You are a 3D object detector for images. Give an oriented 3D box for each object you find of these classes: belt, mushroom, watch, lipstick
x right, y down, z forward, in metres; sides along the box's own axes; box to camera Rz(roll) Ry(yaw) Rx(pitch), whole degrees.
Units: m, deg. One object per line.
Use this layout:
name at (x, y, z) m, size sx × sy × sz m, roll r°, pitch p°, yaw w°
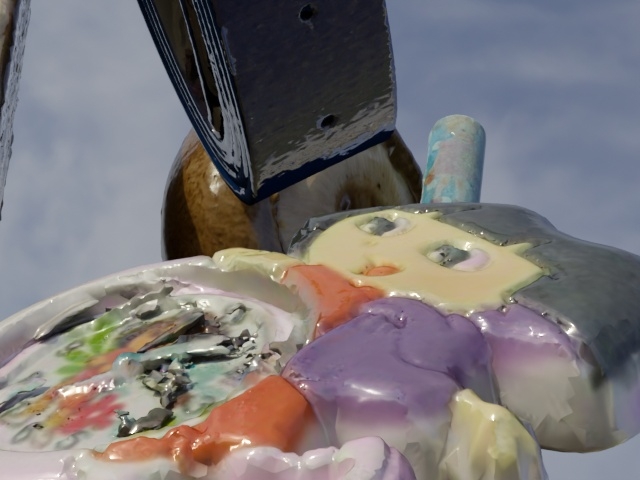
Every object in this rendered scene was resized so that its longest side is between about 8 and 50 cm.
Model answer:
belt at (-0.050, -0.183, 1.171) m, size 0.212 × 0.117 × 0.347 m, roll 55°, pitch -14°, yaw 43°
mushroom at (-0.010, 0.010, 1.447) m, size 0.163 × 0.278 × 0.297 m, roll -25°, pitch -32°, yaw 26°
watch at (0.005, 0.123, 0.586) m, size 0.196 × 0.244 × 0.231 m, roll 10°, pitch -61°, yaw 48°
lipstick at (0.099, -0.030, 1.448) m, size 0.048 × 0.158 × 0.048 m, roll 5°, pitch -46°, yaw 6°

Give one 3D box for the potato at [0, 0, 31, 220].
potato at (-0.384, -0.054, 1.394) m, size 0.319 × 0.442 × 0.385 m, roll 5°, pitch -3°, yaw -6°
